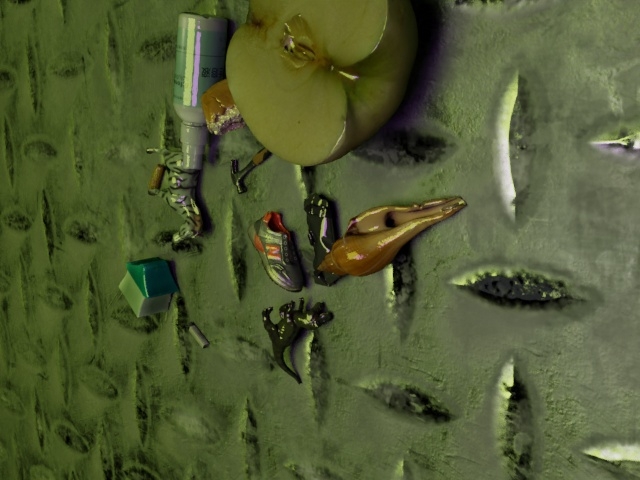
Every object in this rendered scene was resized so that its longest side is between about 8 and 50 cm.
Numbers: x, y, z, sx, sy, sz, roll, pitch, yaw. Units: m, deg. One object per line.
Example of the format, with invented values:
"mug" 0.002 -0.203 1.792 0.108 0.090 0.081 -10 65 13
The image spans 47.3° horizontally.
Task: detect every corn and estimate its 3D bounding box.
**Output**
"corn" -0.432 -0.163 1.920 0.028 0.027 0.083 41 123 22

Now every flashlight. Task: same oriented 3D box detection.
"flashlight" -0.320 0.245 1.895 0.083 0.018 0.018 45 128 30

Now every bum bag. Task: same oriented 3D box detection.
"bum bag" 0.000 0.000 1.503 0.087 0.049 0.197 -6 95 51

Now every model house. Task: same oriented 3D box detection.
"model house" -0.453 0.109 1.944 0.127 0.101 0.149 51 132 25

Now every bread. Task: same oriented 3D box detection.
"bread" -0.199 -0.295 1.588 0.125 0.082 0.106 -26 80 3

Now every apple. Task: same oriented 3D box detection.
"apple" -0.012 -0.338 1.287 0.360 0.320 0.311 42 164 39

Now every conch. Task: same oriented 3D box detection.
"conch" 0.126 -0.007 1.360 0.330 0.093 0.109 -25 62 25

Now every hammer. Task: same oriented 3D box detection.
"hammer" -0.142 -0.183 1.628 0.201 0.021 0.078 -36 73 43

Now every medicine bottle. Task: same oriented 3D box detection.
"medicine bottle" -0.281 -0.336 1.674 0.110 0.110 0.351 24 114 40

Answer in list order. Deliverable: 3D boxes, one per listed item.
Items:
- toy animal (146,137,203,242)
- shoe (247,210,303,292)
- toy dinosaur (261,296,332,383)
"toy animal" -0.360 -0.125 1.820 0.170 0.090 0.254 -2 99 41
"shoe" -0.087 0.022 1.582 0.077 0.074 0.194 -48 63 34
"toy dinosaur" -0.053 0.219 1.574 0.187 0.087 0.178 -28 77 46
